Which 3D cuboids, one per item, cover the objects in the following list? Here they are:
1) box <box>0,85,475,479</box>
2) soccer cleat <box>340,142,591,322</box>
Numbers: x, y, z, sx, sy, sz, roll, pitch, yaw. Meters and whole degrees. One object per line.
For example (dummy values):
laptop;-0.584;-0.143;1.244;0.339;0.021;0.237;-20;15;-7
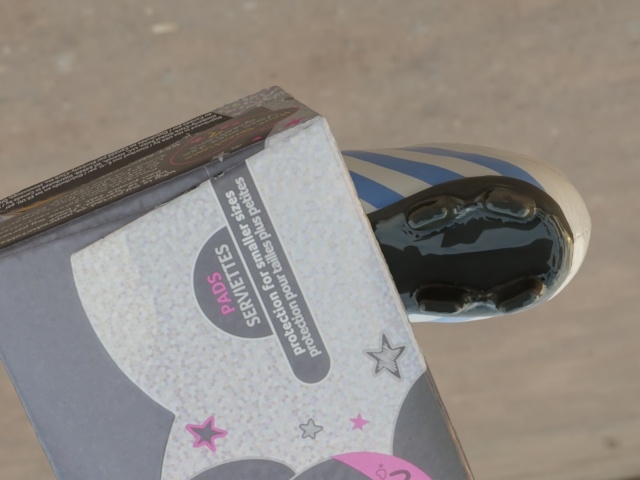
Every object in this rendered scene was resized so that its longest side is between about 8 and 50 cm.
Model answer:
box;-0.031;0.079;0.849;0.163;0.247;0.142;-23;-167;-4
soccer cleat;0.000;0.000;1.197;0.331;0.116;0.143;0;-166;13
